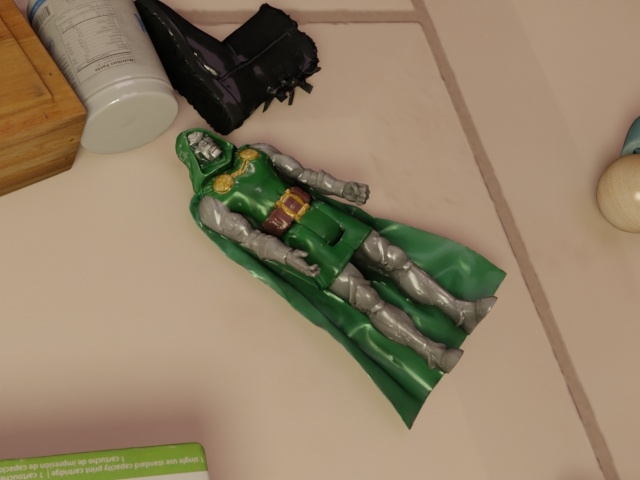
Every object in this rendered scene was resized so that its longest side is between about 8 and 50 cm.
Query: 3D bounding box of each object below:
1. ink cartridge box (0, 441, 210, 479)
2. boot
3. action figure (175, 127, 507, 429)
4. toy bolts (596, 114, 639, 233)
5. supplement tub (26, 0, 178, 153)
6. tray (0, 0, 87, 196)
[{"bbox_3d":[-0.130,0.235,0.497,0.189,0.097,0.255,-1,61,-24],"label":"ink cartridge box"},{"bbox_3d":[-0.064,-0.139,0.781,0.121,0.045,0.099,49,57,1],"label":"boot"},{"bbox_3d":[0.000,0.000,0.719,0.232,0.063,0.137,34,57,4],"label":"action figure"},{"bbox_3d":[0.321,-0.034,0.801,0.228,0.218,0.158,38,58,25],"label":"toy bolts"},{"bbox_3d":[-0.143,-0.118,0.720,0.071,0.071,0.107,-15,68,-29],"label":"supplement tub"},{"bbox_3d":[-0.359,-0.065,0.595,0.411,0.076,0.202,-27,74,-32],"label":"tray"}]
